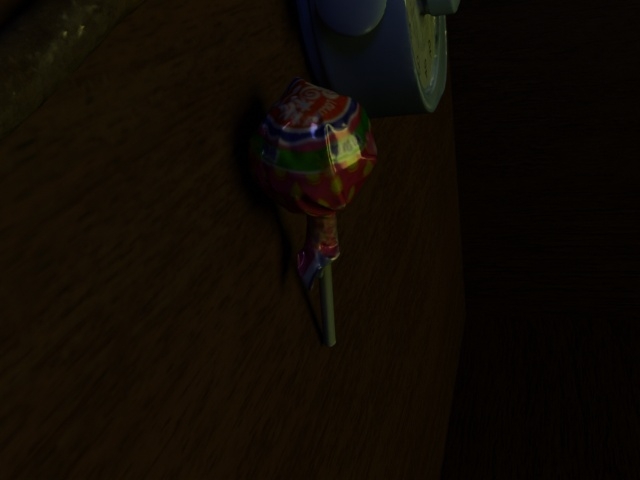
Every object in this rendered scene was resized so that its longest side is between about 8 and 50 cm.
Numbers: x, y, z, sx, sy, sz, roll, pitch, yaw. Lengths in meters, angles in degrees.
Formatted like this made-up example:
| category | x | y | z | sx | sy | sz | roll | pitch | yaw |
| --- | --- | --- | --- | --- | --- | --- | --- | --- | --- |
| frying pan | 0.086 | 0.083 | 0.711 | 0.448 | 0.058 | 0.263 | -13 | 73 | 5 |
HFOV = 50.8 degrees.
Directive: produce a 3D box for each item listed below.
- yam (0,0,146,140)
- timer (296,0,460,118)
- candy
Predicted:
| category | x | y | z | sx | sy | sz | roll | pitch | yaw |
| --- | --- | --- | --- | --- | --- | --- | --- | --- | --- |
| yam | -0.147 | -0.091 | 0.334 | 0.045 | 0.045 | 0.326 | 52 | 36 | -27 |
| timer | 0.090 | -0.339 | 0.870 | 0.395 | 0.173 | 0.394 | 0 | 90 | -73 |
| candy | 0.000 | 0.000 | 0.730 | 0.365 | 0.124 | 0.124 | 87 | 14 | -45 |
